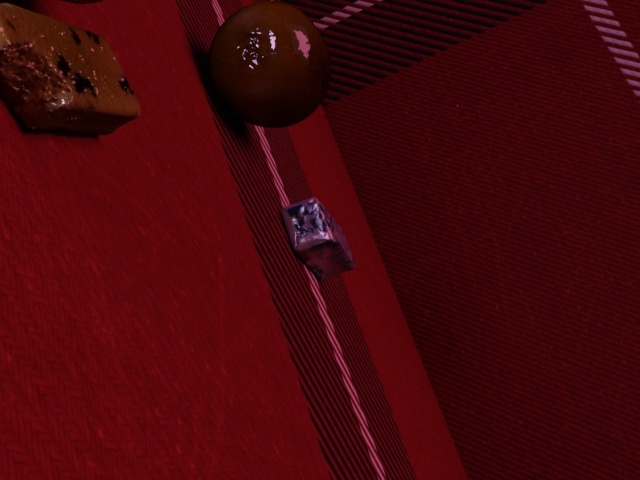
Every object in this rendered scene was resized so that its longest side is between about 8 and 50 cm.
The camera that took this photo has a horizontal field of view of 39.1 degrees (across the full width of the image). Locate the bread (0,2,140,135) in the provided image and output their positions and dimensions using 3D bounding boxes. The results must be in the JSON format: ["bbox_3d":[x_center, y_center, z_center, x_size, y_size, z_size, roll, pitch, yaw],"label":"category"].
[{"bbox_3d":[-0.212,-0.132,0.711,0.226,0.049,0.088,-37,103,-80],"label":"bread"}]

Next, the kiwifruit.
[{"bbox_3d":[-0.076,-0.275,1.437,0.234,0.196,0.195,39,28,-81],"label":"kiwifruit"}]

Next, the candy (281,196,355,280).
[{"bbox_3d":[0.000,0.000,1.529,0.160,0.073,0.092,49,21,-62],"label":"candy"}]

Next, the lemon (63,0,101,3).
[{"bbox_3d":[-0.200,-0.301,0.750,0.188,0.188,0.256,55,43,-49],"label":"lemon"}]
